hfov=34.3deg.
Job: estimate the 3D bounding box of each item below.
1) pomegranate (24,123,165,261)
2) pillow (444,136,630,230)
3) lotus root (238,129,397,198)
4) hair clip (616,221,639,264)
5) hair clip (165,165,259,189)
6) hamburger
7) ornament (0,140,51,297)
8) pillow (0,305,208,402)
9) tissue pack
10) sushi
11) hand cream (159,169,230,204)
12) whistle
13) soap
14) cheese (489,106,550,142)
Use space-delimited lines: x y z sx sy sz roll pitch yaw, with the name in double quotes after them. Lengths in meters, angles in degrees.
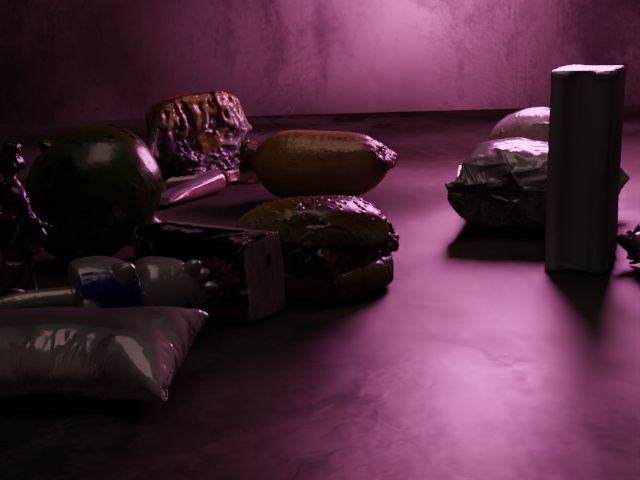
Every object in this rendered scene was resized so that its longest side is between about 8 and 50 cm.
-0.306 -0.051 1.497 0.211 0.263 0.211 -43 17 17 "pomegranate"
0.355 -0.094 1.675 0.283 0.138 0.310 3 10 15 "pillow"
-0.009 -0.135 1.924 0.303 0.131 0.146 3 -10 14 "lotus root"
0.476 0.027 1.354 0.195 0.052 0.124 20 33 39 "hair clip"
-0.211 -0.127 2.129 0.226 0.034 0.072 -13 18 -41 "hair clip"
0.000 0.000 1.327 0.189 0.122 0.215 8 13 44 "hamburger"
-0.377 -0.021 1.284 0.088 0.203 0.081 2 4 -12 "ornament"
-0.241 0.109 0.965 0.254 0.078 0.144 -1 22 6 "pillow"
-0.132 0.033 1.231 0.170 0.103 0.090 7 19 34 "tissue pack"
-0.284 -0.232 2.291 0.274 0.184 0.139 -13 11 -26 "sushi"
-0.250 -0.095 1.989 0.067 0.043 0.209 5 19 35 "hand cream"
-0.223 0.067 1.104 0.244 0.110 0.092 -6 48 -25 "whistle"
0.360 -0.102 1.410 0.087 0.266 0.160 4 14 21 "soap"
0.434 -0.189 2.068 0.189 0.154 0.198 -8 13 -3 "cheese"
